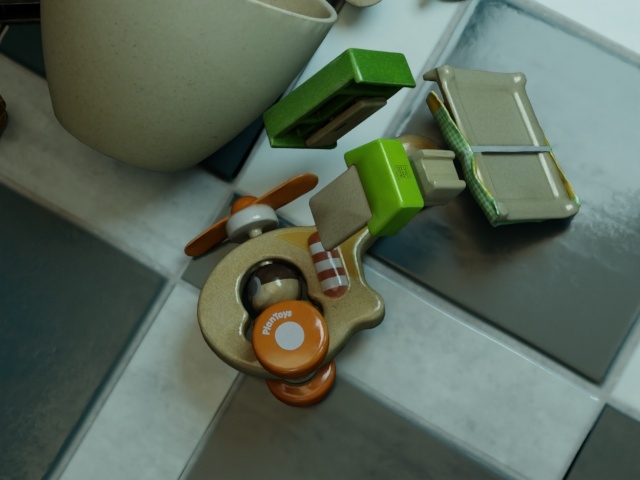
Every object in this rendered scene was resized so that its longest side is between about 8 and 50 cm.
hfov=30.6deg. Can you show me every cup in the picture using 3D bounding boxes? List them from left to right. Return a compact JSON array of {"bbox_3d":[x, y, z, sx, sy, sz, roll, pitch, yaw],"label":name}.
[{"bbox_3d":[-0.178,-0.217,1.317,0.331,0.331,0.237,29,109,10],"label":"cup"}]

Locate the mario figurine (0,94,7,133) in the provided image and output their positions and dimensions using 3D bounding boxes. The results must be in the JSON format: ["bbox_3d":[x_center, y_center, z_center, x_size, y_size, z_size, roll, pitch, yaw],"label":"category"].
[{"bbox_3d":[-0.550,-0.187,1.393,0.320,0.170,0.198,27,49,2],"label":"mario figurine"}]

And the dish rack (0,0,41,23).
[{"bbox_3d":[-0.412,-0.363,1.371,0.208,0.271,0.074,-2,63,5],"label":"dish rack"}]

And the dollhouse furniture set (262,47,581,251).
[{"bbox_3d":[0.118,-0.084,1.307,0.151,0.301,0.198,-35,67,43],"label":"dollhouse furniture set"}]

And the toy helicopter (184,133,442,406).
[{"bbox_3d":[0.000,0.000,1.349,0.235,0.140,0.355,41,76,20],"label":"toy helicopter"}]

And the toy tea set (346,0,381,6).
[{"bbox_3d":[0.141,-0.411,1.386,0.200,0.124,0.336,27,84,10],"label":"toy tea set"}]
